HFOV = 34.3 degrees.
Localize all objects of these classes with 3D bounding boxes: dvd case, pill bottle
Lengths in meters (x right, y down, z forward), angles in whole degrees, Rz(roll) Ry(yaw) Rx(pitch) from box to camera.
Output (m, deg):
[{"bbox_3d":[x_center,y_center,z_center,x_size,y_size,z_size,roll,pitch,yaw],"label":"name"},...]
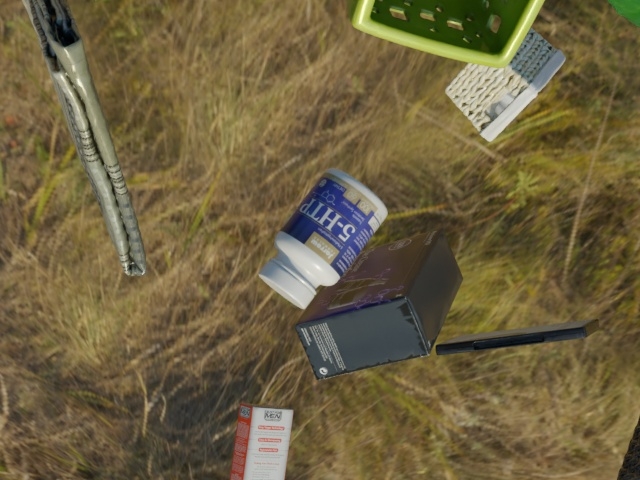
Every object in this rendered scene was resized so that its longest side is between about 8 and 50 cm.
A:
[{"bbox_3d":[0.340,0.165,1.777,0.253,0.180,0.022,-9,86,21],"label":"dvd case"},{"bbox_3d":[0.000,0.000,1.484,0.112,0.112,0.187,36,81,4],"label":"pill bottle"}]

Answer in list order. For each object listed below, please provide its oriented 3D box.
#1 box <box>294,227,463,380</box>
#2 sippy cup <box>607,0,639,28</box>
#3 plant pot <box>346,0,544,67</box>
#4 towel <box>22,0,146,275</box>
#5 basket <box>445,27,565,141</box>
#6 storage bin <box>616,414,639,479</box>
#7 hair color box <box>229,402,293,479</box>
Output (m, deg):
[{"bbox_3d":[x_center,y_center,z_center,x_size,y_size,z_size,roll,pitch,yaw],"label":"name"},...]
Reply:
[{"bbox_3d":[0.096,0.092,1.579,0.184,0.261,0.103,-14,107,23],"label":"box"},{"bbox_3d":[0.273,-0.335,0.827,0.224,0.306,0.240,-18,41,-39],"label":"sippy cup"},{"bbox_3d":[0.157,-0.382,1.312,0.228,0.227,0.207,11,34,-21],"label":"plant pot"},{"bbox_3d":[-0.285,-0.158,1.206,0.056,0.324,0.312,-17,40,-10],"label":"towel"},{"bbox_3d":[0.267,-0.239,1.506,0.103,0.113,0.167,44,39,2],"label":"basket"},{"bbox_3d":[0.284,0.142,0.630,0.122,0.180,0.084,44,48,-6],"label":"storage bin"},{"bbox_3d":[-0.087,0.312,1.516,0.072,0.043,0.141,11,86,-32],"label":"hair color box"}]
